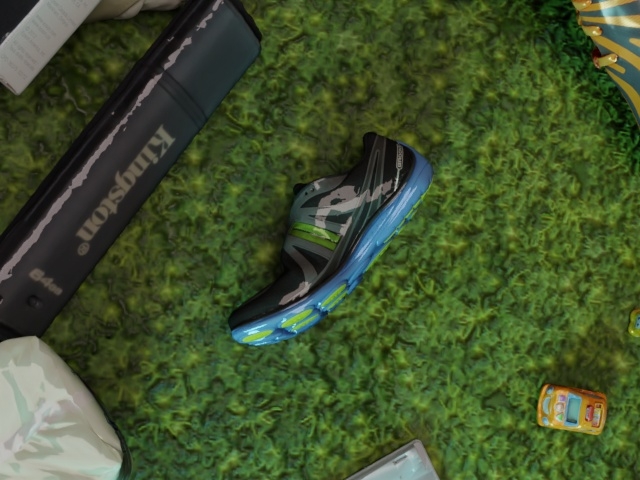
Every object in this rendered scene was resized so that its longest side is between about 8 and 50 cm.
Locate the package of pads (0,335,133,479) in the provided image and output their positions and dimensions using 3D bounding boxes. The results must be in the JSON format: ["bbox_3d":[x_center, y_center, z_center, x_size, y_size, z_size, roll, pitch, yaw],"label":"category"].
[{"bbox_3d":[-0.246,0.177,0.526,0.296,0.229,0.101,-35,86,-15],"label":"package of pads"}]

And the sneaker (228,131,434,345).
[{"bbox_3d":[0.000,0.000,0.686,0.078,0.067,0.188,39,80,12],"label":"sneaker"}]

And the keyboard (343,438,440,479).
[{"bbox_3d":[-0.021,0.236,0.691,0.256,0.014,0.072,-27,99,-13],"label":"keyboard"}]

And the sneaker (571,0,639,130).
[{"bbox_3d":[0.187,-0.190,0.713,0.180,0.124,0.321,-14,104,9],"label":"sneaker"}]

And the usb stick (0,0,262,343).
[{"bbox_3d":[-0.136,-0.051,0.643,0.045,0.077,0.278,32,79,24],"label":"usb stick"}]

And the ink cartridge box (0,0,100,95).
[{"bbox_3d":[-0.200,-0.224,0.603,0.206,0.045,0.208,34,78,20],"label":"ink cartridge box"}]

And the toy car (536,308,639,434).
[{"bbox_3d":[0.216,0.097,0.740,0.060,0.040,0.122,29,82,-11],"label":"toy car"}]

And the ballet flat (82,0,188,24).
[{"bbox_3d":[-0.095,-0.211,0.660,0.086,0.086,0.248,45,78,-8],"label":"ballet flat"}]
